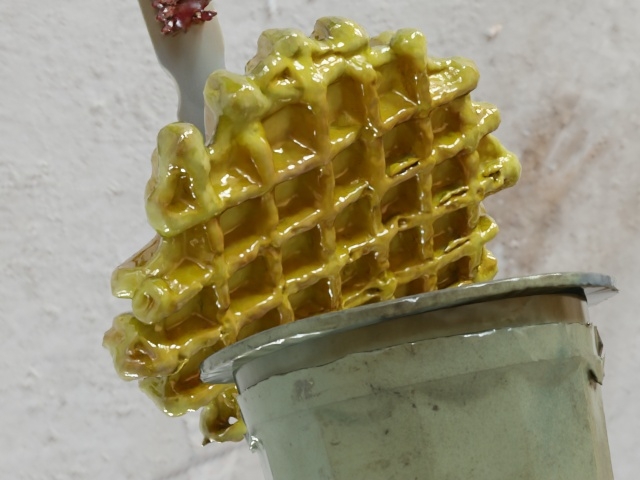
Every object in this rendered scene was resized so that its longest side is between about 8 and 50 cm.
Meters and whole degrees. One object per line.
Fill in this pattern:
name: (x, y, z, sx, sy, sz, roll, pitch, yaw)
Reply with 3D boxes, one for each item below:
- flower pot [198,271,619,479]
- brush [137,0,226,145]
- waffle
flower pot: (0.059, 0.134, 0.629, 0.212, 0.212, 0.203, -2, 79, -47)
brush: (-0.098, -0.147, 1.049, 0.060, 0.050, 0.321, -21, 99, -16)
waffle: (-0.001, -0.001, 0.795, 0.309, 0.065, 0.283, 25, 93, -45)
